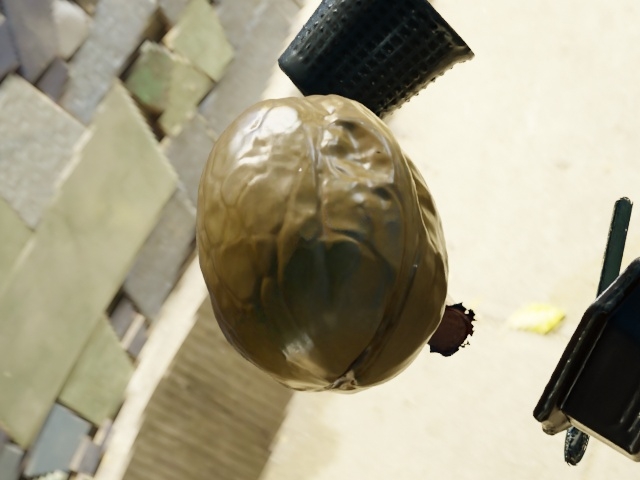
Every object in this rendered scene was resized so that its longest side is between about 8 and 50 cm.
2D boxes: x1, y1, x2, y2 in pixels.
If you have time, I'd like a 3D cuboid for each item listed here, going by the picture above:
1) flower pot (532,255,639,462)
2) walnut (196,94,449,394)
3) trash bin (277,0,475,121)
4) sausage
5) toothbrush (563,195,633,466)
[{"bbox_3d":[0.282,0.080,1.333,0.084,0.251,0.179,43,132,28],"label":"flower pot"},{"bbox_3d":[0.000,0.000,1.105,0.159,0.159,0.207,-25,55,14],"label":"walnut"},{"bbox_3d":[0.047,-0.198,1.842,0.161,0.175,0.175,-45,60,3],"label":"trash bin"},{"bbox_3d":[0.098,0.060,1.517,0.048,0.145,0.050,21,97,-8],"label":"sausage"},{"bbox_3d":[0.293,0.094,1.865,0.026,0.028,0.294,11,77,10],"label":"toothbrush"}]
